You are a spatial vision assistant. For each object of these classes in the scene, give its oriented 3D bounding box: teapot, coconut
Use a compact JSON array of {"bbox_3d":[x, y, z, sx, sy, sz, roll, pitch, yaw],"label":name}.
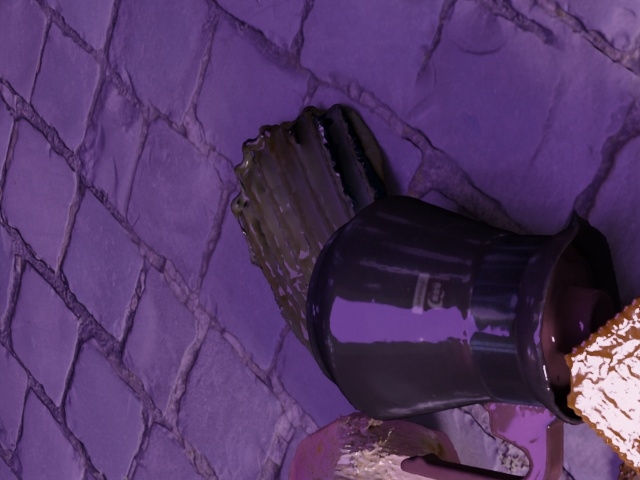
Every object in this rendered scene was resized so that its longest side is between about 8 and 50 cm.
[{"bbox_3d":[0.192,0.130,1.497,0.362,0.305,0.376,2,91,40],"label":"teapot"},{"bbox_3d":[0.095,0.367,1.697,0.233,0.245,0.233,-50,30,44],"label":"coconut"}]

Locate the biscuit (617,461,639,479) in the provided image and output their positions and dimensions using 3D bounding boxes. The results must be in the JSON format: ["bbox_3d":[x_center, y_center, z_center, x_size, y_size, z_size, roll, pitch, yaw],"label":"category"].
[{"bbox_3d":[0.462,0.338,1.448,0.220,0.033,0.220,10,104,45],"label":"biscuit"}]

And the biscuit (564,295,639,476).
[{"bbox_3d":[0.412,0.162,1.333,0.237,0.013,0.232,44,108,-11],"label":"biscuit"}]

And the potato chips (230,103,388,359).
[{"bbox_3d":[0.000,0.000,1.839,0.358,0.070,0.429,-41,68,46],"label":"potato chips"}]
